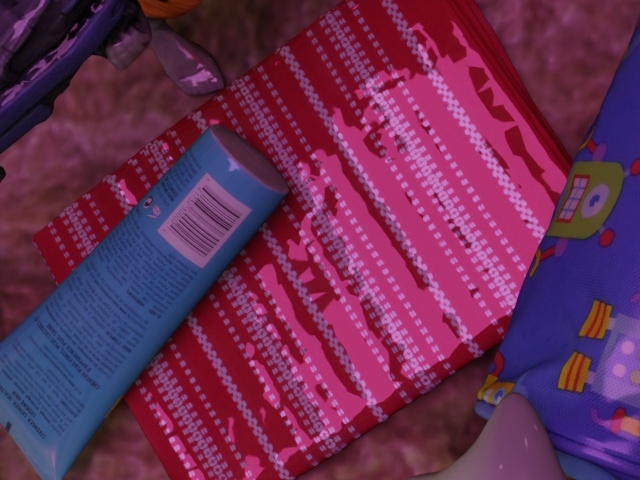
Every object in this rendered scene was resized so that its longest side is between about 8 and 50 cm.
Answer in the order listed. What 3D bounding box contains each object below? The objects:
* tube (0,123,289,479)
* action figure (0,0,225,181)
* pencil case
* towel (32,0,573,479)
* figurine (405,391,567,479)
[{"bbox_3d":[-0.102,0.032,0.710,0.207,0.052,0.080,-47,71,13],"label":"tube"},{"bbox_3d":[-0.108,-0.165,0.615,0.178,0.330,0.341,44,95,14],"label":"action figure"},{"bbox_3d":[0.170,-0.033,0.614,0.119,0.133,0.306,26,80,-25],"label":"pencil case"},{"bbox_3d":[0.000,0.000,0.722,0.275,0.031,0.199,-35,77,11],"label":"towel"},{"bbox_3d":[0.046,0.185,0.501,0.215,0.092,0.209,-47,38,17],"label":"figurine"}]
